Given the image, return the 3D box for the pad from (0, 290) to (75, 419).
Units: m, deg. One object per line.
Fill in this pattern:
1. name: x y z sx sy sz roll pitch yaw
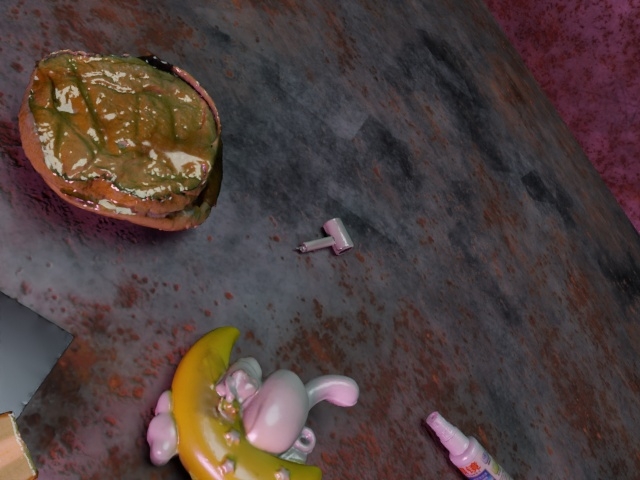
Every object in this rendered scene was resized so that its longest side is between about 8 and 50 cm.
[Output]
1. pad: -0.368 0.142 0.613 0.127 0.004 0.190 39 42 -17

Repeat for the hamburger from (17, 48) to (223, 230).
1. hamburger: -0.265 -0.138 0.808 0.285 0.134 0.265 15 60 -29

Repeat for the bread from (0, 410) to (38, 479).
1. bread: -0.344 0.220 0.517 0.139 0.084 0.074 -19 80 -45

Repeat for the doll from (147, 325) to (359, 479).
1. doll: -0.086 0.229 0.741 0.237 0.111 0.252 32 43 -1

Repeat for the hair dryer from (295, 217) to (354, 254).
1. hair dryer: 0.000 0.000 1.039 0.124 0.038 0.063 -14 71 -39

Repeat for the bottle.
1. bottle: 0.265 0.379 1.000 0.217 0.060 0.060 48 41 -7
